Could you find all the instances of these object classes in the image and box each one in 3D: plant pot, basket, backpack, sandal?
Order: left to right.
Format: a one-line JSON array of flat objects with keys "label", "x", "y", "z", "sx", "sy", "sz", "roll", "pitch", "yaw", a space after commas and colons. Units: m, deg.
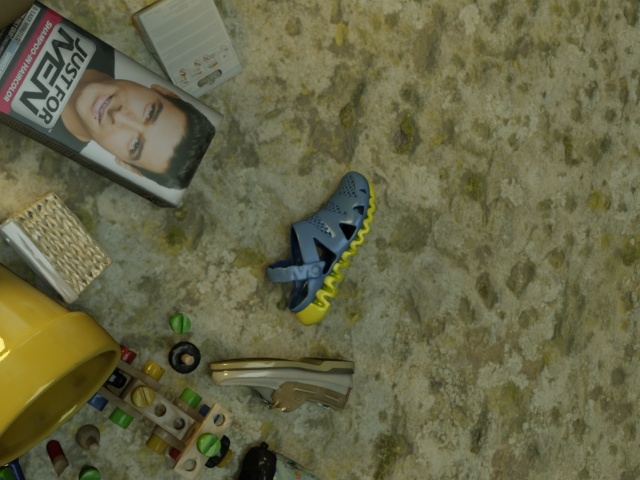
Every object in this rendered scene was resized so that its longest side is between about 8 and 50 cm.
[{"label": "plant pot", "x": -0.476, "y": 0.169, "z": 1.089, "sx": 0.239, "sy": 0.254, "sz": 0.254, "roll": 43, "pitch": 72, "yaw": 7}, {"label": "basket", "x": -0.435, "y": 0.008, "z": 1.180, "sx": 0.103, "sy": 0.113, "sz": 0.167, "roll": -44, "pitch": 111, "yaw": -21}, {"label": "backpack", "x": -0.071, "y": 0.492, "z": 1.386, "sx": 0.182, "sy": 0.115, "sz": 0.152, "roll": 31, "pitch": 76, "yaw": -27}, {"label": "sandal", "x": 0.000, "y": 0.000, "z": 1.399, "sx": 0.138, "sy": 0.126, "sz": 0.317, "roll": 30, "pitch": 78, "yaw": -21}]

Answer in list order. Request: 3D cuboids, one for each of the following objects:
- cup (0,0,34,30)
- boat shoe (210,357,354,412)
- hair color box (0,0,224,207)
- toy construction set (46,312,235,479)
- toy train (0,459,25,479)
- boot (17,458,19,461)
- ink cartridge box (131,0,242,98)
[{"label": "cup", "x": -0.525, "y": -0.390, "z": 0.963, "sx": 0.236, "sy": 0.331, "sz": 0.331, "roll": -16, "pitch": 99, "yaw": -34}, {"label": "boat shoe", "x": -0.067, "y": 0.278, "z": 1.379, "sx": 0.302, "sy": 0.113, "sz": 0.103, "roll": 7, "pitch": 84, "yaw": -28}, {"label": "hair color box", "x": -0.372, "y": -0.221, "z": 1.201, "sx": 0.374, "sy": 0.113, "sz": 0.185, "roll": 30, "pitch": 79, "yaw": -25}, {"label": "toy construction set", "x": -0.289, "y": 0.313, "z": 1.198, "sx": 0.308, "sy": 0.237, "sz": 0.258, "roll": -29, "pitch": 105, "yaw": -22}, {"label": "toy train", "x": -0.578, "y": 0.414, "z": 1.068, "sx": 0.247, "sy": 0.143, "sz": 0.105, "roll": -19, "pitch": 94, "yaw": -6}, {"label": "boot", "x": -0.507, "y": 0.378, "z": 1.190, "sx": 0.189, "sy": 0.076, "sz": 0.209, "roll": 2, "pitch": 85, "yaw": -26}, {"label": "ink cartridge box", "x": -0.238, "y": -0.360, "z": 1.314, "sx": 0.145, "sy": 0.045, "sz": 0.179, "roll": -37, "pitch": 126, "yaw": -21}]
